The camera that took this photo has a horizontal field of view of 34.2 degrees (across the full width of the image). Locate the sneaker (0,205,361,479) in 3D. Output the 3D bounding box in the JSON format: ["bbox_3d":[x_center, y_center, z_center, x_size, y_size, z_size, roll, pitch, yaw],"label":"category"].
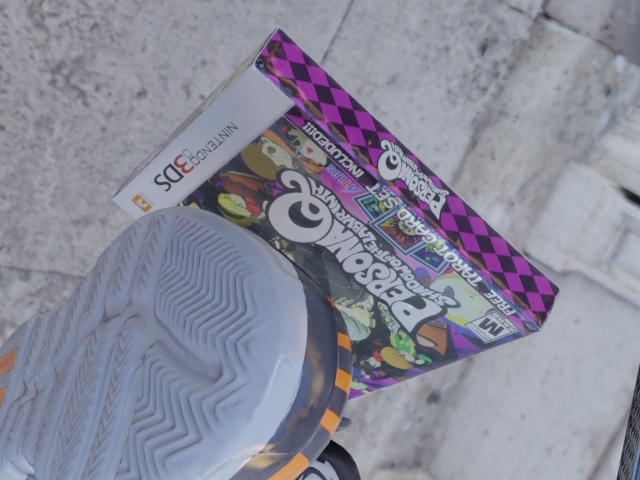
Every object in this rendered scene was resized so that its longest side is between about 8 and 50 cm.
[{"bbox_3d":[-0.037,0.085,0.471,0.180,0.321,0.125,25,69,-24],"label":"sneaker"}]

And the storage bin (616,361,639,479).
[{"bbox_3d":[0.188,0.058,0.401,0.084,0.122,0.180,22,80,-75],"label":"storage bin"}]

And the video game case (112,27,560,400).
[{"bbox_3d":[0.000,0.000,0.669,0.232,0.210,0.042,42,54,-13],"label":"video game case"}]
